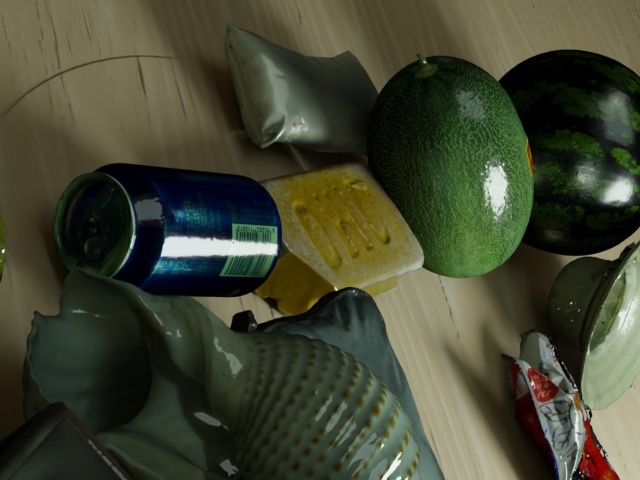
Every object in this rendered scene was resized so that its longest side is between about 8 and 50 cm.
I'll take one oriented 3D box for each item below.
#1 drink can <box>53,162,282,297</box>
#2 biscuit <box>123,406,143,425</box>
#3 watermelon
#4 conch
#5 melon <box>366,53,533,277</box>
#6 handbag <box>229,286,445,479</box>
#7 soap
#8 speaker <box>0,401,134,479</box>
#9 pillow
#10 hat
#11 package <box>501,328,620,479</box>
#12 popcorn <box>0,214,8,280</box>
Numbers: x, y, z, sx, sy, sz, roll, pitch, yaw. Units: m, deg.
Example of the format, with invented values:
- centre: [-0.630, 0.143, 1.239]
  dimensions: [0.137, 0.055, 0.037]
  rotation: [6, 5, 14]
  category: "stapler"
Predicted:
- centre: [-0.133, -0.008, 1.459]
  dimensions: [0.205, 0.118, 0.118]
  rotation: [6, 55, -53]
  category: "drink can"
- centre: [-0.061, 0.172, 1.458]
  dimensions: [0.322, 0.038, 0.099]
  rotation: [28, 42, -37]
  category: "biscuit"
- centre: [0.318, -0.112, 2.070]
  dimensions: [0.269, 0.269, 0.269]
  rotation: [35, 35, -29]
  category: "watermelon"
- centre: [-0.089, 0.178, 1.246]
  dimensions: [0.319, 0.215, 0.303]
  rotation: [22, 21, 7]
  category: "conch"
- centre: [0.141, -0.087, 1.808]
  dimensions: [0.182, 0.182, 0.288]
  rotation: [-85, 165, -49]
  category: "melon"
- centre: [0.032, 0.199, 1.466]
  dimensions: [0.191, 0.075, 0.332]
  rotation: [-23, 93, -48]
  category: "handbag"
- centre: [0.000, 0.000, 1.679]
  dimensions: [0.140, 0.073, 0.232]
  rotation: [56, 31, 12]
  category: "soap"
- centre: [-0.173, 0.256, 1.063]
  dimensions: [0.231, 0.192, 0.153]
  rotation: [49, 32, -7]
  category: "speaker"
- centre: [-0.009, -0.162, 1.823]
  dimensions: [0.254, 0.078, 0.144]
  rotation: [3, 60, -55]
  category: "pillow"
- centre: [0.338, 0.078, 2.018]
  dimensions: [0.110, 0.252, 0.252]
  rotation: [24, 18, 28]
  category: "hat"
- centre: [0.280, 0.233, 1.853]
  dimensions: [0.194, 0.071, 0.269]
  rotation: [-29, 97, -57]
  category: "package"
- centre: [-0.297, 0.010, 1.196]
  dimensions: [0.162, 0.135, 0.141]
  rotation: [-94, 160, -60]
  category: "popcorn"
